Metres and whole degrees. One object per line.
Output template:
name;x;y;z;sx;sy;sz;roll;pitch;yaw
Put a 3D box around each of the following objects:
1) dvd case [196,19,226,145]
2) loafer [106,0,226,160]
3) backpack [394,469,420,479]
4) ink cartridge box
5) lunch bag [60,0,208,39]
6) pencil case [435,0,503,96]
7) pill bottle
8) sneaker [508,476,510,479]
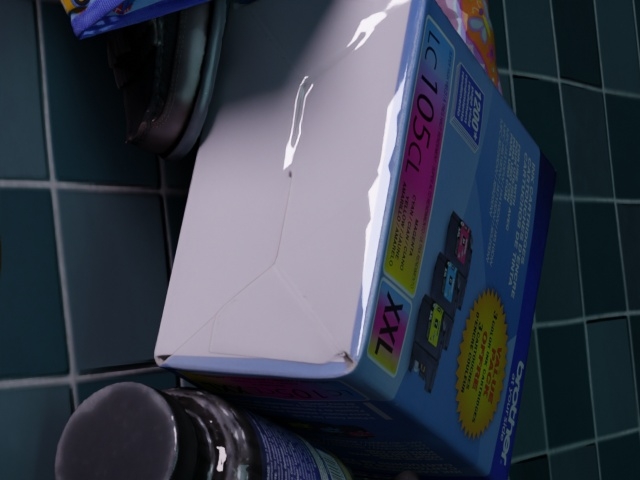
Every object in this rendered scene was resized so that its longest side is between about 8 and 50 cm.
dvd case;-0.082;-0.121;1.408;0.119;0.013;0.087;65;34;-27
loafer;-0.121;-0.200;1.295;0.095;0.109;0.302;12;67;-25
backpack;-0.021;0.310;1.153;0.213;0.263;0.276;-2;67;-19
ink cartridge box;0.052;0.019;1.384;0.395;0.151;0.270;43;55;-62
lunch bag;-0.071;-0.278;1.225;0.293;0.138;0.221;-22;81;-49
pencil case;0.101;-0.069;1.619;0.124;0.124;0.284;-14;96;-60
pill bottle;-0.071;0.166;1.255;0.219;0.123;0.122;35;55;-53
sneaker;0.085;0.243;1.521;0.182;0.158;0.410;58;15;16
